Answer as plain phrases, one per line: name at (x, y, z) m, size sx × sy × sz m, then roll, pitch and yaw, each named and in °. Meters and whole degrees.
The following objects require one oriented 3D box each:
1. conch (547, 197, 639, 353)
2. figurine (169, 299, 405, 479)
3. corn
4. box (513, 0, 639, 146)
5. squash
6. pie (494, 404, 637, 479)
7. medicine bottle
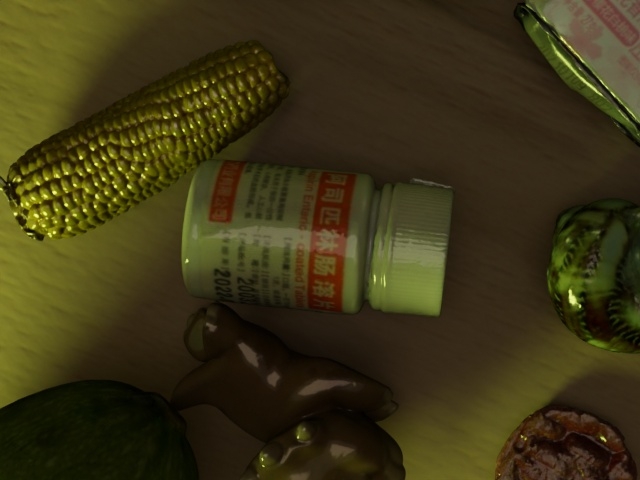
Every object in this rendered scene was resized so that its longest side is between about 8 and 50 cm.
conch at (0.307, 0.022, 1.155) m, size 0.181 × 0.124 × 0.187 m, roll 41°, pitch 102°, yaw 7°
figurine at (-0.042, 0.190, 1.178) m, size 0.247 × 0.177 × 0.173 m, roll 29°, pitch 78°, yaw -8°
corn at (-0.171, -0.097, 1.210) m, size 0.305 × 0.106 × 0.106 m, roll -28°, pitch 91°, yaw 4°
box at (0.372, -0.270, 1.136) m, size 0.370 × 0.112 × 0.190 m, roll -44°, pitch 88°, yaw 6°
squash at (-0.257, 0.270, 1.125) m, size 0.310 × 0.310 × 0.308 m, roll 35°, pitch 105°, yaw 3°
pie at (0.245, 0.241, 1.222) m, size 0.154 × 0.038 × 0.153 m, roll 0°, pitch 91°, yaw 4°
medicine bottle at (0.000, 0.000, 1.178) m, size 0.252 × 0.144 × 0.144 m, roll 7°, pitch 95°, yaw 3°
